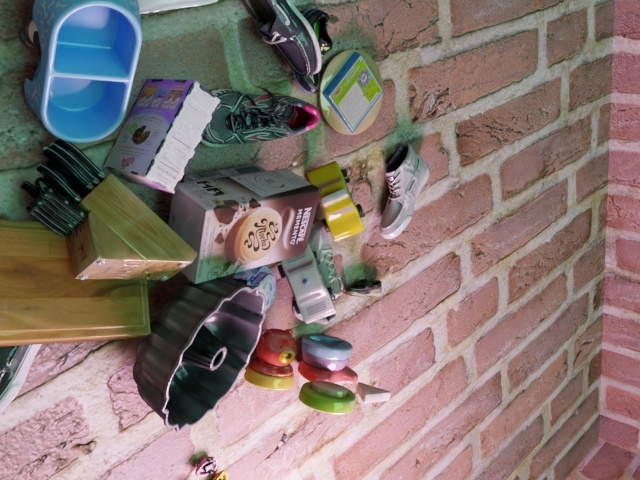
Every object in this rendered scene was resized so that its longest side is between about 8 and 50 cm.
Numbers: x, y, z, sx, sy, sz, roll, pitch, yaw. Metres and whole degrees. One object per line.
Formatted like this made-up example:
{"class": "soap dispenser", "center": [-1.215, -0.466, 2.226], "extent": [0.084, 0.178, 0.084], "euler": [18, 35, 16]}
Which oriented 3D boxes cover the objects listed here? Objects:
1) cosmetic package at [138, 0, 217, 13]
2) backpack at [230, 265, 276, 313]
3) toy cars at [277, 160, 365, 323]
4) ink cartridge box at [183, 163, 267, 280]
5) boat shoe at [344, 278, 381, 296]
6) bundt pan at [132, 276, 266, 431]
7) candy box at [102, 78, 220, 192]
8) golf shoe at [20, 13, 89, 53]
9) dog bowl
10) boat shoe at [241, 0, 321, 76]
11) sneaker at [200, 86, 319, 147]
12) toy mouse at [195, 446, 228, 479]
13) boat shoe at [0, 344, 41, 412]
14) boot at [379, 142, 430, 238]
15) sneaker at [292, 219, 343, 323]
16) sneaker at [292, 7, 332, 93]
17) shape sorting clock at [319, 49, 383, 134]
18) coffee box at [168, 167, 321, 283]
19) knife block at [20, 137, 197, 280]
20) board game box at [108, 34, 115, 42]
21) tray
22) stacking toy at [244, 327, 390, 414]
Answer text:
{"class": "cosmetic package", "center": [-0.279, -0.494, 1.173], "extent": [0.152, 0.151, 0.183], "euler": [-15, 115, -15]}
{"class": "backpack", "center": [-0.147, 0.109, 1.547], "extent": [0.114, 0.084, 0.104], "euler": [-56, 146, -55]}
{"class": "toy cars", "center": [0.000, 0.000, 1.609], "extent": [0.087, 0.177, 0.393], "euler": [54, 55, -83]}
{"class": "ink cartridge box", "center": [-0.216, -0.042, 1.488], "extent": [0.189, 0.066, 0.232], "euler": [-16, 134, -42]}
{"class": "boat shoe", "center": [0.117, 0.128, 1.864], "extent": [0.152, 0.056, 0.049], "euler": [5, 93, -56]}
{"class": "bundt pan", "center": [-0.255, 0.214, 1.396], "extent": [0.330, 0.124, 0.330], "euler": [-51, 156, -33]}
{"class": "candy box", "center": [-0.295, -0.196, 1.262], "extent": [0.070, 0.165, 0.196], "euler": [33, 78, -44]}
{"class": "golf shoe", "center": [-0.401, -0.329, 1.170], "extent": [0.198, 0.094, 0.077], "euler": [3, 98, -48]}
{"class": "dog bowl", "center": [-0.379, -0.283, 1.109], "extent": [0.166, 0.074, 0.297], "euler": [-4, 138, -34]}
{"class": "boat shoe", "center": [-0.101, -0.467, 1.433], "extent": [0.091, 0.114, 0.302], "euler": [-46, 118, -28]}
{"class": "sneaker", "center": [-0.135, -0.265, 1.447], "extent": [0.299, 0.112, 0.120], "euler": [-19, 114, -41]}
{"class": "toy mouse", "center": [-0.277, 0.558, 1.592], "extent": [0.143, 0.031, 0.160], "euler": [12, 92, -47]}
{"class": "boat shoe", "center": [-0.539, 0.190, 1.188], "extent": [0.076, 0.080, 0.228], "euler": [38, 72, -38]}
{"class": "boot", "center": [0.204, -0.139, 1.858], "extent": [0.123, 0.095, 0.258], "euler": [45, 61, -37]}
{"class": "sneaker", "center": [0.014, 0.083, 1.692], "extent": [0.099, 0.121, 0.262], "euler": [-4, 104, -46]}
{"class": "sneaker", "center": [-0.016, -0.428, 1.547], "extent": [0.067, 0.078, 0.188], "euler": [-5, 106, -45]}
{"class": "shape sorting clock", "center": [0.076, -0.364, 1.686], "extent": [0.206, 0.040, 0.206], "euler": [-16, 115, -39]}
{"class": "coffee box", "center": [-0.157, -0.038, 1.410], "extent": [0.297, 0.119, 0.168], "euler": [-15, 129, -43]}
{"class": "knife block", "center": [-0.373, -0.055, 1.208], "extent": [0.276, 0.088, 0.241], "euler": [5, 63, -46]}
{"class": "board game box", "center": [-0.398, -0.431, 1.132], "extent": [0.026, 0.126, 0.186], "euler": [-25, 130, 11]}
{"class": "tray", "center": [-0.489, 0.072, 1.152], "extent": [0.411, 0.076, 0.202], "euler": [4, 74, -47]}
{"class": "stacking toy", "center": [0.009, 0.292, 1.637], "extent": [0.309, 0.280, 0.130], "euler": [2, 101, -50]}
